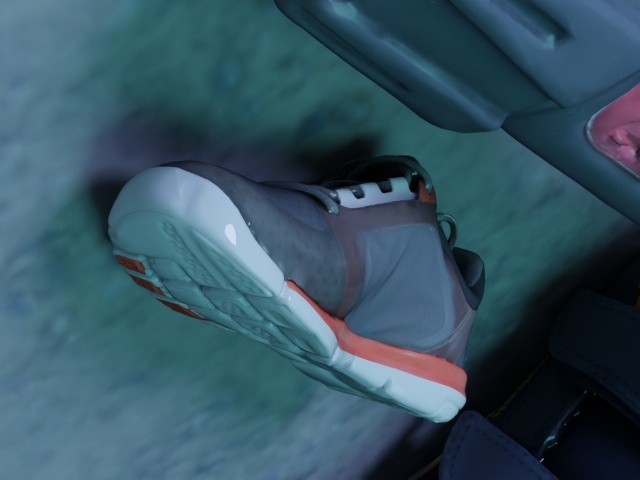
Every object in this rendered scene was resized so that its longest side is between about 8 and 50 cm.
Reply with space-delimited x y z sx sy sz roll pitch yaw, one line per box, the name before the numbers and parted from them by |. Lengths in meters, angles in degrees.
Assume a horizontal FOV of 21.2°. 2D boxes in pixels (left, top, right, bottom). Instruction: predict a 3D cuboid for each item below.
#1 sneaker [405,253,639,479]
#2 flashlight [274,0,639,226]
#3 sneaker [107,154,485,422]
sneaker | 0.110 0.083 0.601 0.321 0.126 0.127 -35 154 -30
flashlight | 0.118 -0.028 0.435 0.103 0.103 0.304 -50 135 10
sneaker | 0.000 0.000 0.462 0.158 0.061 0.064 37 73 -59
